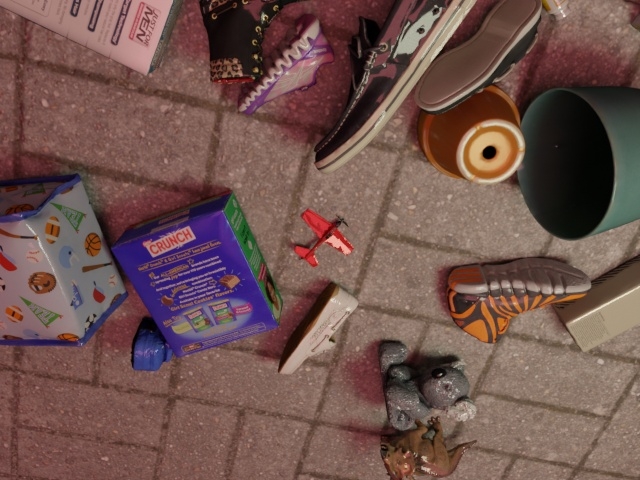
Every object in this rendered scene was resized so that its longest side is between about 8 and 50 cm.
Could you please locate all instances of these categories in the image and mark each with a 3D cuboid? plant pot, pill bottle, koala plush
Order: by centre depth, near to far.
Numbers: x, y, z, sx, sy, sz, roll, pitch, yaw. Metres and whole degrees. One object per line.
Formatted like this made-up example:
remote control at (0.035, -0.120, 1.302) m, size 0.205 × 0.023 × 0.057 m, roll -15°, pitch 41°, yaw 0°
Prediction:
pill bottle at (0.441, -0.462, 1.059) m, size 0.043 × 0.043 × 0.083 m, roll -35°, pitch 112°, yaw 15°
plant pot at (0.567, -0.164, 1.086) m, size 0.235 × 0.293 × 0.293 m, roll -11°, pitch 117°, yaw -11°
plant pot at (0.309, -0.202, 1.104) m, size 0.205 × 0.188 × 0.205 m, roll 0°, pitch 116°, yaw -1°
koala plush at (0.269, 0.373, 1.400) m, size 0.221 × 0.196 × 0.203 m, roll -9°, pitch 128°, yaw 3°

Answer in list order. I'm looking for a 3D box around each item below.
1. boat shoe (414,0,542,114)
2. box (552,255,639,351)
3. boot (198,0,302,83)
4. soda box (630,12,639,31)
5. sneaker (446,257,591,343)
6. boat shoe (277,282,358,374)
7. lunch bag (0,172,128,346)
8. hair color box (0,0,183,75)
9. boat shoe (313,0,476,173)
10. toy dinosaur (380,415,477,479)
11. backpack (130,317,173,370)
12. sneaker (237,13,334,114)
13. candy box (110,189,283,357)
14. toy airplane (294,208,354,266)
boat shoe at (0.303, -0.329, 1.044) m, size 0.302 × 0.114 × 0.091 m, roll -41°, pitch 146°, yaw -3°
box at (0.714, 0.144, 1.337) m, size 0.275 × 0.094 × 0.113 m, roll -32°, pitch 113°, yaw 13°
boot at (-0.107, -0.388, 1.030) m, size 0.236 × 0.085 × 0.178 m, roll -4°, pitch 94°, yaw 8°
soda box at (0.693, -0.479, 1.039) m, size 0.069 × 0.074 × 0.216 m, roll 26°, pitch 113°, yaw -14°
sneaker at (0.465, 0.147, 1.332) m, size 0.321 × 0.124 × 0.180 m, roll -1°, pitch 121°, yaw 11°
boat shoe at (-0.006, 0.236, 1.365) m, size 0.096 × 0.098 × 0.277 m, roll 31°, pitch 111°, yaw -14°
lunch bag at (-0.673, 0.051, 1.193) m, size 0.386 × 0.239 × 0.327 m, roll 0°, pitch 118°, yaw 17°
hair color box at (-0.438, -0.461, 1.006) m, size 0.347 × 0.105 × 0.174 m, roll 24°, pitch 114°, yaw -12°
boat shoe at (0.121, -0.344, 1.037) m, size 0.156 × 0.187 × 0.500 m, roll 34°, pitch 114°, yaw -5°
toy dinosaur at (0.275, 0.578, 1.483) m, size 0.296 × 0.200 × 0.127 m, roll 12°, pitch 115°, yaw -8°
backpack at (-0.406, 0.255, 1.353) m, size 0.101 × 0.120 × 0.098 m, roll 5°, pitch 115°, yaw -3°
sneaker at (-0.064, -0.323, 1.097) m, size 0.236 × 0.095 × 0.104 m, roll -40°, pitch 129°, yaw 20°
candy box at (-0.268, 0.081, 1.270) m, size 0.268 × 0.122 × 0.317 m, roll -17°, pitch 116°, yaw 9°
toy airplane at (0.000, 0.000, 1.287) m, size 0.151 × 0.028 × 0.151 m, roll 0°, pitch 115°, yaw 0°
